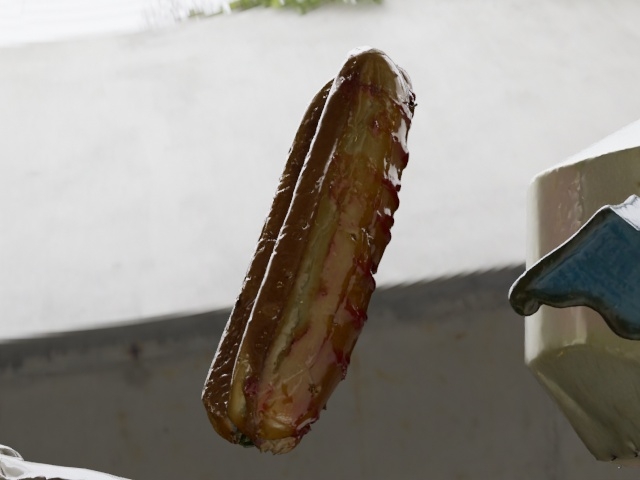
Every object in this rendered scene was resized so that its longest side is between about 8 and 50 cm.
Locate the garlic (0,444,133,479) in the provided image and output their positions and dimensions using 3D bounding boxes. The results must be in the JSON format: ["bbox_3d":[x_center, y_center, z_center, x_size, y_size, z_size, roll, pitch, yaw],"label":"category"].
[{"bbox_3d":[-0.114,0.209,0.614,0.279,0.132,0.325,-15,-79,1],"label":"garlic"}]

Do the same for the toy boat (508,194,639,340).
[{"bbox_3d":[0.152,0.062,0.591,0.185,0.075,0.077,36,-72,11],"label":"toy boat"}]

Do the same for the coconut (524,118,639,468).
[{"bbox_3d":[0.227,0.018,0.958,0.241,0.241,0.241,-4,-62,-8],"label":"coconut"}]

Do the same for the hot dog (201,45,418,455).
[{"bbox_3d":[0.002,0.000,0.527,0.038,0.144,0.062,25,-27,-12],"label":"hot dog"}]
